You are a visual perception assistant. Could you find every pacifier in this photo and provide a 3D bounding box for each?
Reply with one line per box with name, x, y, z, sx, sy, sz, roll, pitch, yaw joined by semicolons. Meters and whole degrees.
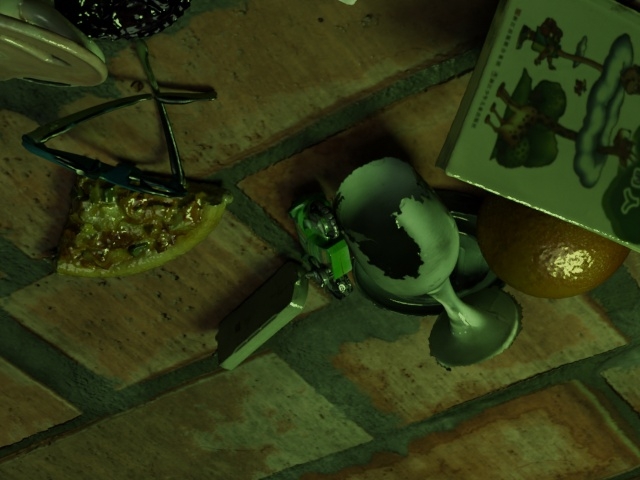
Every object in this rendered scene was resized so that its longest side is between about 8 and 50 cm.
pacifier;-0.383;-0.189;1.537;0.332;0.273;0.220;7;134;35

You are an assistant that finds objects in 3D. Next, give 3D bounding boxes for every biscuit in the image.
biscuit;-0.225;-0.297;1.566;0.195;0.053;0.194;-2;141;-1

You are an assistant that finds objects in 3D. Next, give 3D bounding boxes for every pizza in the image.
pizza;-0.256;-0.025;1.886;0.292;0.058;0.197;-18;137;18

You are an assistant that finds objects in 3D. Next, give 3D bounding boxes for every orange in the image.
orange;0.301;-0.022;1.813;0.206;0.206;0.206;-1;140;-1

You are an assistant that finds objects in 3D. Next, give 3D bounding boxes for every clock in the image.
clock;0.154;0.020;1.970;0.226;0.049;0.226;-1;139;-1

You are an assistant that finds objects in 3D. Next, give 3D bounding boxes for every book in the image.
book;0.334;-0.138;1.673;0.371;0.043;0.260;20;93;-25

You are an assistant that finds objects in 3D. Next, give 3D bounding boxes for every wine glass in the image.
wine glass;0.135;0.032;1.848;0.143;0.143;0.321;-22;133;22

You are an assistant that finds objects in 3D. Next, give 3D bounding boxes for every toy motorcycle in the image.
toy motorcycle;0.000;0.000;1.899;0.074;0.106;0.190;-32;146;-16

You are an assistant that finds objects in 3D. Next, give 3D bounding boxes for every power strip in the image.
power strip;-0.087;0.111;2.040;0.029;0.080;0.227;24;134;-28

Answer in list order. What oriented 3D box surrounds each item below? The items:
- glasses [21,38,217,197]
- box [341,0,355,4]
glasses;-0.223;-0.129;1.715;0.239;0.102;0.207;13;134;-44
box;0.046;-0.406;1.380;0.173;0.145;0.333;20;135;-28
